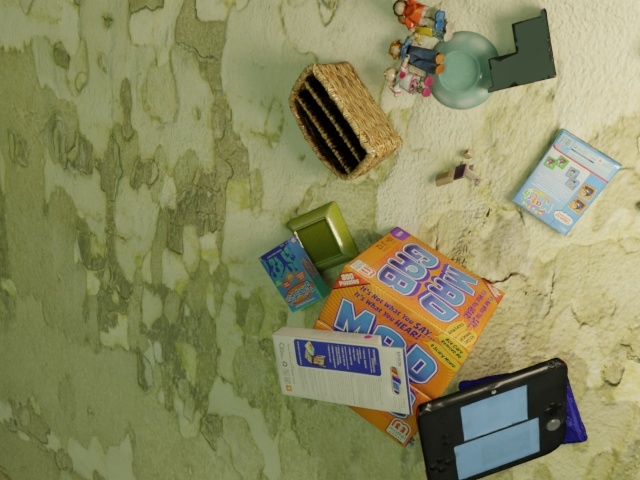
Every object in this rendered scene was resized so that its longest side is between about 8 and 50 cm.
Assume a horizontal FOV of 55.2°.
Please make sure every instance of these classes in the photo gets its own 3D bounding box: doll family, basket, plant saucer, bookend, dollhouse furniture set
[{"bbox_3d":[0.242,-0.494,1.542,0.163,0.118,0.263,32,131,33],"label":"doll family"},{"bbox_3d":[0.035,-0.307,1.649,0.213,0.223,0.299,-35,89,32],"label":"basket"},{"bbox_3d":[0.354,-0.427,1.544,0.195,0.037,0.195,9,110,25],"label":"plant saucer"},{"bbox_3d":[0.464,-0.444,1.446,0.157,0.072,0.156,-9,102,24],"label":"bookend"},{"bbox_3d":[0.000,0.000,1.873,0.188,0.045,0.188,-23,94,33],"label":"plant saucer"},{"bbox_3d":[0.373,-0.176,1.632,0.081,0.091,0.114,30,155,-28],"label":"dollhouse furniture set"}]

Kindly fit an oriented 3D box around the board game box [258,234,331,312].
[{"bbox_3d":[-0.083,0.108,1.910,0.160,0.047,0.210,-31,92,43],"label":"board game box"}]

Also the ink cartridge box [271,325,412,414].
[{"bbox_3d":[0.055,0.315,1.511,0.371,0.069,0.176,2,107,32],"label":"ink cartridge box"}]

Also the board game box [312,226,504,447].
[{"bbox_3d":[0.216,0.241,1.647,0.356,0.356,0.356,33,120,16],"label":"board game box"}]

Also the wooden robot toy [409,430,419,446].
[{"bbox_3d":[0.329,0.573,1.881,0.079,0.076,0.173,18,120,-16],"label":"wooden robot toy"}]

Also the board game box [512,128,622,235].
[{"bbox_3d":[0.599,-0.140,1.500,0.160,0.039,0.211,37,119,14],"label":"board game box"}]

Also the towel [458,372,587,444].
[{"bbox_3d":[0.556,0.478,1.704,0.308,0.076,0.228,-18,96,32],"label":"towel"}]

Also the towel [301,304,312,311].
[{"bbox_3d":[-0.066,0.144,1.969,0.113,0.023,0.152,-34,88,33],"label":"towel"}]

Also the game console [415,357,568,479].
[{"bbox_3d":[0.434,0.469,1.529,0.386,0.060,0.342,-18,129,-5],"label":"game console"}]
